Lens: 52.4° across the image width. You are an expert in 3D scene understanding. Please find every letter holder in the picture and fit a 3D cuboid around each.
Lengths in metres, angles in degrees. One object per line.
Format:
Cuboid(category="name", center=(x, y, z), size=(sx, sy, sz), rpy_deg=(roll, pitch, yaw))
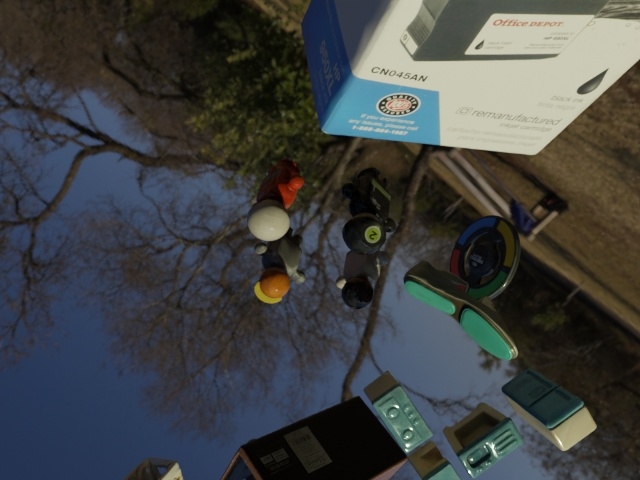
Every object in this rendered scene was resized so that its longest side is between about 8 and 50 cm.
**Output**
Cuboid(category="letter holder", center=(-0.029, 0.439, 1.167), size=(0.302, 0.214, 0.152), rpy_deg=(-8, -132, -47))

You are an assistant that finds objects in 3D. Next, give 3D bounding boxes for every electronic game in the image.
Cuboid(category="electronic game", center=(0.414, 0.046, 1.654), size=(0.048, 0.229, 0.229), rpy_deg=(19, -156, -30))

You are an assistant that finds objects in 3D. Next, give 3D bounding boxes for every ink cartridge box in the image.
Cuboid(category="ink cartridge box", center=(0.183, -0.262, 0.597), size=(0.285, 0.395, 0.166), rpy_deg=(2, -118, -21))

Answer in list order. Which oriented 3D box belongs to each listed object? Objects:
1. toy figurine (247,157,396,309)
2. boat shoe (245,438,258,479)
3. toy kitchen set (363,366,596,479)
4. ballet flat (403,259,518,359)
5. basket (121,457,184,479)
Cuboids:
Cuboid(category="toy figurine", center=(0.000, 0.000, 0.958), size=(0.213, 0.209, 0.148), rpy_deg=(8, -137, 4))
Cuboid(category="boat shoe", center=(-0.116, 0.529, 1.388), size=(0.075, 0.065, 0.206), rpy_deg=(-1, -132, -36))
Cuboid(category="toy kitchen set", center=(0.187, 0.201, 0.792), size=(0.166, 0.207, 0.122), rpy_deg=(57, 174, -14))
Cuboid(category="ballet flat", center=(0.229, 0.100, 1.020), size=(0.213, 0.068, 0.072), rpy_deg=(35, 149, 23))
Cuboid(category="basket", center=(-0.372, 0.558, 1.379), size=(0.167, 0.113, 0.103), rpy_deg=(-40, -65, -49))
